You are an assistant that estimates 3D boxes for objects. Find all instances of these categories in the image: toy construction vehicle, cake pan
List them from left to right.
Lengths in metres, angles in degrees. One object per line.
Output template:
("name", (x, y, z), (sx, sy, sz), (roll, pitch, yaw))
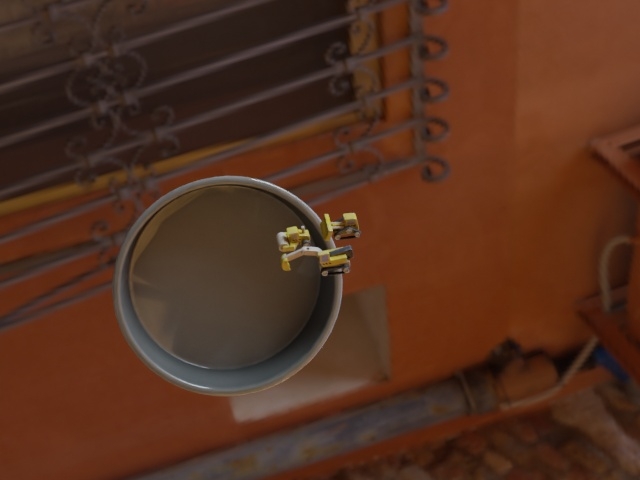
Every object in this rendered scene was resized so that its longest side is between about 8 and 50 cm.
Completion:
("cake pan", (-0.120, 0.056, 1.562), (0.054, 0.293, 0.293), (-118, -168, -74))
("toy construction vehicle", (0.000, 0.000, 1.374), (0.086, 0.098, 0.035), (-100, -174, -49))
